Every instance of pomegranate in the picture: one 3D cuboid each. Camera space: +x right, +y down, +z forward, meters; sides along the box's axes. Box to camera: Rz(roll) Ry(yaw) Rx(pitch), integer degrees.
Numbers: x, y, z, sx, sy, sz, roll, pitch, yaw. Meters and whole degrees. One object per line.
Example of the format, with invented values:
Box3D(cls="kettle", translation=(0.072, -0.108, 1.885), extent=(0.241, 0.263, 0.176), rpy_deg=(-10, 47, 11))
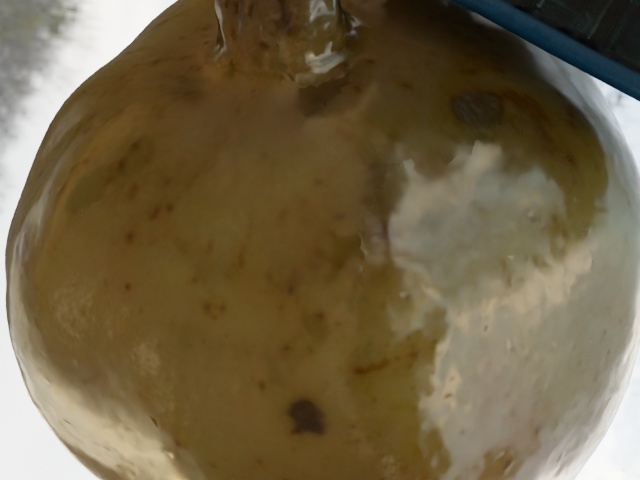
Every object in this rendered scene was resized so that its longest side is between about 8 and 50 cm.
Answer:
Box3D(cls="pomegranate", translation=(0.000, 0.000, 0.812), extent=(0.342, 0.342, 0.342), rpy_deg=(-173, -90, -67))

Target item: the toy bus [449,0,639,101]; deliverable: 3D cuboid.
Box3D(cls="toy bus", translation=(0.147, -0.135, 0.712), extent=(0.134, 0.246, 0.113), rpy_deg=(-64, 177, 38))
